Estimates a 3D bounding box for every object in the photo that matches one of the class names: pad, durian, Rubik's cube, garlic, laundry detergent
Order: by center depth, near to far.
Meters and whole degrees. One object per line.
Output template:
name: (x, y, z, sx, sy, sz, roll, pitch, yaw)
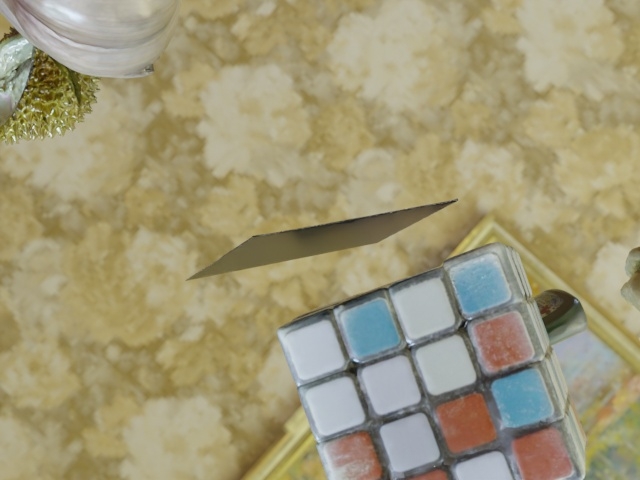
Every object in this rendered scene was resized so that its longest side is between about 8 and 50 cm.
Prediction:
pad: (0.000, 0.000, 1.256, 0.245, 0.006, 0.170, -11, 170, -31)
Rubik's cube: (0.130, 0.159, 1.325, 0.253, 0.256, 0.259, -20, 177, 10)
garlic: (-0.258, -0.337, 1.343, 0.241, 0.322, 0.322, -34, 168, -35)
durian: (-0.397, -0.221, 1.749, 0.237, 0.138, 0.193, 20, -82, 53)
laundry detergent: (0.308, 0.155, 1.962, 0.221, 0.078, 0.144, -26, -166, -14)

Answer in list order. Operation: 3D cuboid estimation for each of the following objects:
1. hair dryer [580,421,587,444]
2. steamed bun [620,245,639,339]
hair dryer: (0.294, 0.343, 1.612, 0.235, 0.091, 0.271, -29, -158, -8)
steamed bun: (0.563, 0.055, 1.526, 0.372, 0.325, 0.230, -32, 124, -38)
